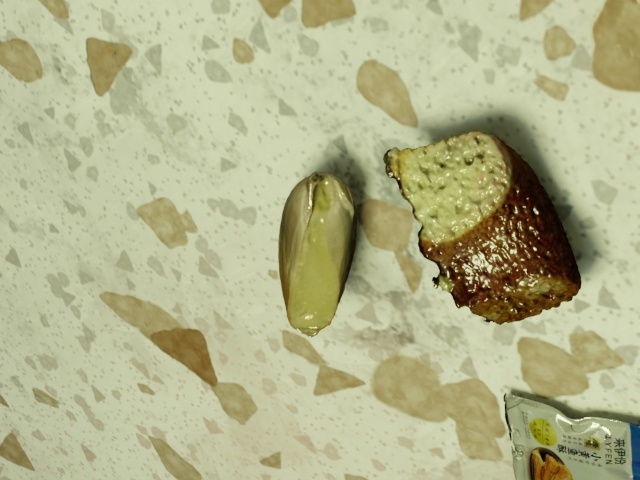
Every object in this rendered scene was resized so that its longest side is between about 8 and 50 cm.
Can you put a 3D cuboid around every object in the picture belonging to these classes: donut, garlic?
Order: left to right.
[{"bbox_3d":[-0.001,-0.001,1.252,0.086,0.101,0.196,6,123,-5],"label":"garlic"},{"bbox_3d":[0.165,-0.018,1.117,0.126,0.144,0.187,-23,75,38],"label":"donut"}]

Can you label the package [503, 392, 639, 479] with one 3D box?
[{"bbox_3d":[0.288,0.250,1.275,0.173,0.027,0.171,11,127,35],"label":"package"}]
